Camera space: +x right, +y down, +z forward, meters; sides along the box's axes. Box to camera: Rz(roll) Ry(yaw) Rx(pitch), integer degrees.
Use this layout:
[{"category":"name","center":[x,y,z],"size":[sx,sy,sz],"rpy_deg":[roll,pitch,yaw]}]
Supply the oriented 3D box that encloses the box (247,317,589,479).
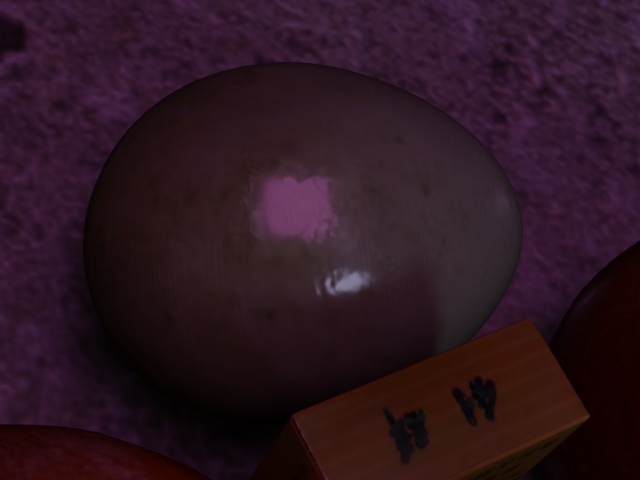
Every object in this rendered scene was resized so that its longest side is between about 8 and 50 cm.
[{"category":"box","center":[0.030,0.141,0.762],"size":[0.152,0.237,0.070],"rpy_deg":[-19,67,-27]}]

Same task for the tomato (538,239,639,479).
[{"category":"tomato","center":[0.278,0.135,0.832],"size":[0.289,0.176,0.335],"rpy_deg":[-4,77,8]}]

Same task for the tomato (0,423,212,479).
[{"category":"tomato","center":[-0.148,0.260,0.627],"size":[0.341,0.273,0.341],"rpy_deg":[16,59,-28]}]

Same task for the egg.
[{"category":"egg","center":[0.000,0.000,0.837],"size":[0.295,0.218,0.218],"rpy_deg":[-4,65,-29]}]
